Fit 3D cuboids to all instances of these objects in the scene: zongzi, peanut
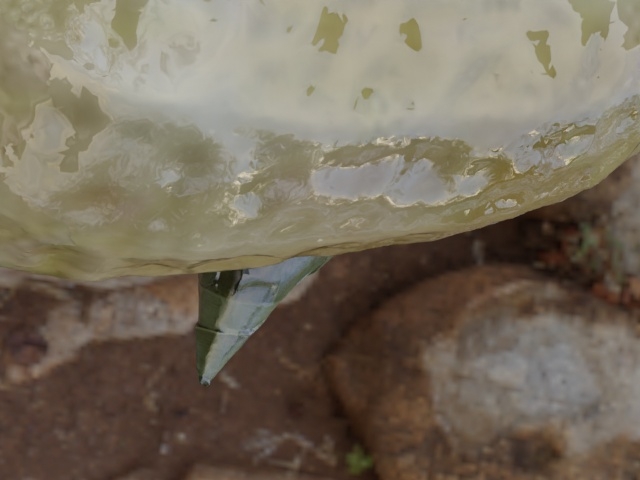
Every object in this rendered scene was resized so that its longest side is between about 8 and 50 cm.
[{"bbox_3d":[0.000,0.000,0.687,0.055,0.109,0.119,174,-84,-70],"label":"zongzi"},{"bbox_3d":[0.006,-0.080,0.548,0.158,0.340,0.174,141,-58,-69],"label":"peanut"}]
